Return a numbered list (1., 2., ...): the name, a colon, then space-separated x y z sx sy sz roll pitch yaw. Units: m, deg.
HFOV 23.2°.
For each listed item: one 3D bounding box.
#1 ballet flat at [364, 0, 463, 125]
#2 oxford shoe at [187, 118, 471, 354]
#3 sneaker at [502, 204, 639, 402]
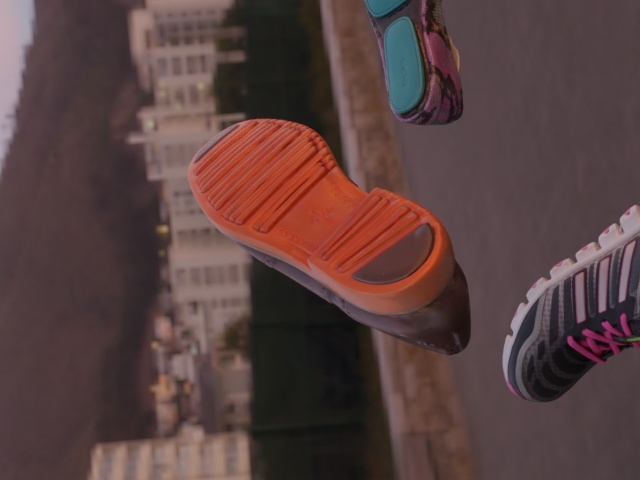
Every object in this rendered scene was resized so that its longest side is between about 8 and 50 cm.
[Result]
1. ballet flat: 0.088 -0.204 1.435 0.079 0.077 0.222 10 -118 -44
2. oxford shoe: 0.000 0.000 1.420 0.363 0.130 0.133 38 165 47
3. sneaker: 0.174 0.039 0.877 0.063 0.170 0.075 34 -161 -37
